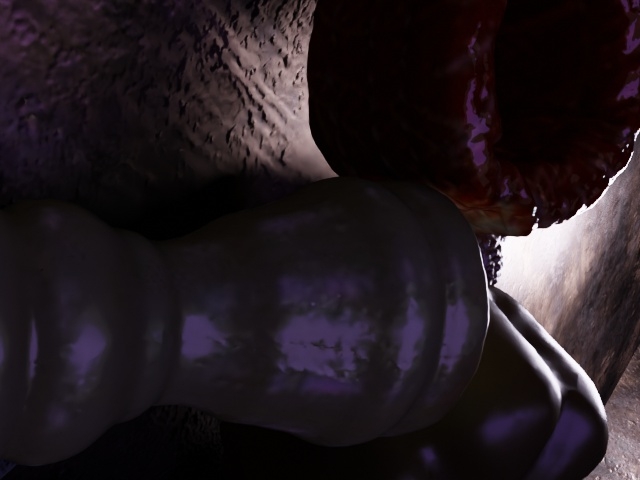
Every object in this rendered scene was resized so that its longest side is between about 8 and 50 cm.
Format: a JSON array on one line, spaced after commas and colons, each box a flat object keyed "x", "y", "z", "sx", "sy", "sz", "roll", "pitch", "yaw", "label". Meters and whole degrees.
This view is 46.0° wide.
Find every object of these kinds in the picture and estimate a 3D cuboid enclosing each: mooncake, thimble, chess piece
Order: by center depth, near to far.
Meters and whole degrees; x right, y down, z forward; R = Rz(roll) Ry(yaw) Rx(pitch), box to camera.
[{"x": -0.100, "y": 0.063, "z": 0.558, "sx": 0.442, "sy": 0.234, "sz": 0.234, "roll": -1, "pitch": 112, "yaw": -38, "label": "chess piece"}, {"x": 0.167, "y": -0.180, "z": 0.761, "sx": 0.350, "sy": 0.230, "sz": 0.350, "roll": -7, "pitch": 101, "yaw": -37, "label": "thimble"}, {"x": 0.117, "y": 0.269, "z": 0.909, "sx": 0.466, "sy": 0.262, "sz": 0.467, "roll": -17, "pitch": 131, "yaw": -21, "label": "mooncake"}]

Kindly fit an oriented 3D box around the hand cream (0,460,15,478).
[{"x": -0.320, "y": 0.194, "z": 0.545, "sx": 0.341, "sy": 0.077, "sz": 0.124, "roll": -47, "pitch": 143, "yaw": -39, "label": "hand cream"}]

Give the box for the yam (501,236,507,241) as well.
[{"x": 0.296, "y": -0.065, "z": 1.237, "sx": 0.054, "sy": 0.054, "sz": 0.132, "roll": -24, "pitch": 129, "yaw": -46, "label": "yam"}]

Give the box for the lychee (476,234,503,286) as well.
[{"x": 0.176, "y": 0.009, "z": 1.018, "sx": 0.197, "sy": 0.165, "sz": 0.165, "roll": -25, "pitch": 132, "yaw": -20, "label": "lychee"}]
